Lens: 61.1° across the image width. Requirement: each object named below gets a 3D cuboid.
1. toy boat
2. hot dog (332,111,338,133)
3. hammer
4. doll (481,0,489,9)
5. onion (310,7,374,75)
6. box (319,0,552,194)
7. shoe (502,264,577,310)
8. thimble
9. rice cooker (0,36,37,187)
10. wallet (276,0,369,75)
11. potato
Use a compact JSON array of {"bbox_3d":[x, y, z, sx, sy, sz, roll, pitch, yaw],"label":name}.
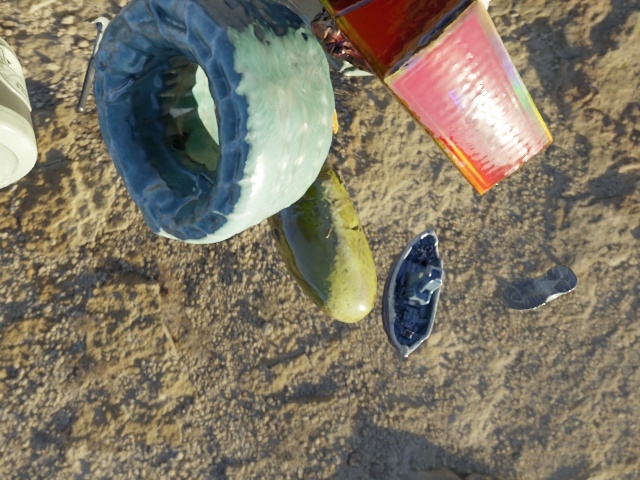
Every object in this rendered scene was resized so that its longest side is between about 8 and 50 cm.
[{"bbox_3d":[0.215,0.112,1.221,0.128,0.142,0.310,23,67,-15],"label":"toy boat"},{"bbox_3d":[-0.015,-0.396,1.551,0.092,0.062,0.236,-10,133,22],"label":"hot dog"},{"bbox_3d":[-0.575,-0.443,1.357,0.029,0.103,0.247,11,82,15],"label":"hammer"},{"bbox_3d":[0.385,-0.625,1.360,0.106,0.181,0.110,-36,77,-25],"label":"doll"},{"bbox_3d":[0.109,-0.445,1.089,0.280,0.281,0.221,-21,113,-1],"label":"onion"},{"bbox_3d":[0.072,-0.209,0.519,0.089,0.313,0.197,-38,141,16],"label":"box"},{"bbox_3d":[0.472,0.115,1.194,0.168,0.099,0.071,-21,69,-7],"label":"shoe"},{"bbox_3d":[-0.098,-0.110,0.509,0.198,0.143,0.235,30,123,22],"label":"thimble"},{"bbox_3d":[-0.668,-0.229,0.965,0.288,0.288,0.277,-20,72,-2],"label":"rice cooker"},{"bbox_3d":[0.034,-0.656,1.687,0.360,0.252,0.083,50,131,14],"label":"wallet"},{"bbox_3d":[0.000,0.000,0.917,0.141,0.176,0.299,-19,88,36],"label":"potato"}]
